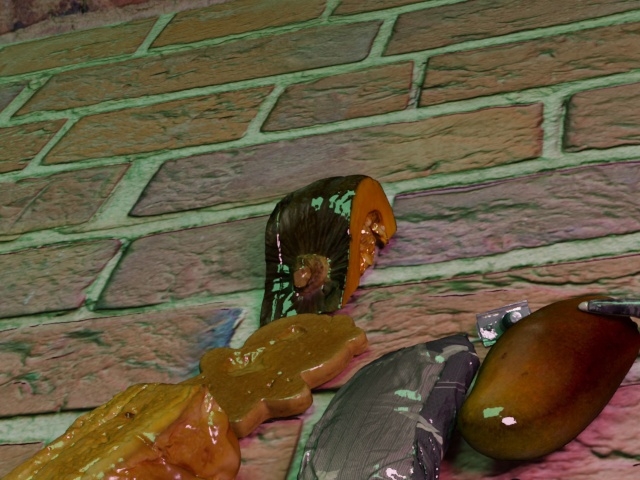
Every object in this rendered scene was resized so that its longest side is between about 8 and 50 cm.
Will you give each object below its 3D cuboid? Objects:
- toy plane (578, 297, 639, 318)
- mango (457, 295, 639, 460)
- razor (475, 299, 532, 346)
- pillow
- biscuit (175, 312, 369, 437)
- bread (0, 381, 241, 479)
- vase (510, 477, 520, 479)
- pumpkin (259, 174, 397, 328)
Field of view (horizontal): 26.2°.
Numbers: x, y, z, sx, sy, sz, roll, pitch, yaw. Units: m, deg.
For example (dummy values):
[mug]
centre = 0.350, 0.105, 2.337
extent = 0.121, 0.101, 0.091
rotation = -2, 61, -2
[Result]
[toy plane]
centre = 0.387, 0.063, 1.363
extent = 0.262, 0.088, 0.192
rotation = 3, 65, 13
[mango]
centre = 0.230, 0.142, 1.417
extent = 0.133, 0.111, 0.267
rotation = 31, 46, 26
[razor]
centre = 0.213, 0.089, 1.541
extent = 0.068, 0.040, 0.135
rotation = -17, -8, 0
[pillow]
centre = 0.070, 0.203, 1.404
extent = 0.161, 0.092, 0.335
rotation = -12, 25, 26
[biscuit]
centre = -0.059, 0.156, 1.634
extent = 0.249, 0.035, 0.184
rotation = -34, 33, -33
[bread]
centre = -0.220, 0.265, 1.407
extent = 0.167, 0.132, 0.294
rotation = 8, 36, 40
[vase]
centre = 0.250, 0.255, 1.254
extent = 0.167, 0.059, 0.059
rotation = 2, 32, 31
[pumpkin]
centre = -0.002, 0.000, 1.803
extent = 0.131, 0.126, 0.248
rotation = -5, 29, 24
